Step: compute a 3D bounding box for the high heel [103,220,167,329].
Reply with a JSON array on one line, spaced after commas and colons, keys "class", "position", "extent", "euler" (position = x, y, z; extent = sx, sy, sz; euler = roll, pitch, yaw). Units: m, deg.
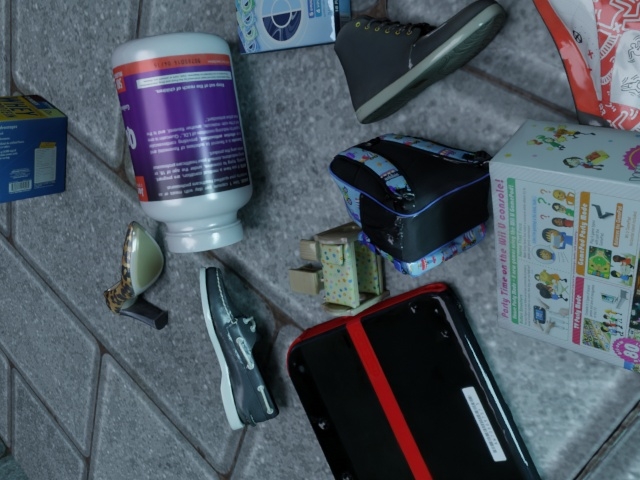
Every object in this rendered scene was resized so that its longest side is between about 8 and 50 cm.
[{"class": "high heel", "position": [-0.423, 0.061, 1.216], "extent": [0.186, 0.093, 0.261], "euler": [17, 124, 29]}]

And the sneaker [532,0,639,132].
[{"class": "sneaker", "position": [0.287, -0.215, 0.518], "extent": [0.145, 0.090, 0.269], "euler": [-18, 95, 42]}]

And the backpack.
[{"class": "backpack", "position": [0.099, -0.057, 0.693], "extent": [0.173, 0.158, 0.116], "euler": [35, 144, 44]}]

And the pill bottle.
[{"class": "pill bottle", "position": [-0.210, -0.151, 0.906], "extent": [0.182, 0.182, 0.322], "euler": [2, 105, 41]}]

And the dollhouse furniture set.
[{"class": "dollhouse furniture set", "position": [0.000, 0.000, 0.827], "extent": [0.161, 0.101, 0.181], "euler": [5, 107, 40]}]

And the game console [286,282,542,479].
[{"class": "game console", "position": [0.131, 0.283, 0.848], "extent": [0.342, 0.060, 0.386], "euler": [-27, 86, 38]}]

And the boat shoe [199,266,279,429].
[{"class": "boat shoe", "position": [-0.148, 0.185, 1.029], "extent": [0.114, 0.091, 0.302], "euler": [-125, 22, -80]}]

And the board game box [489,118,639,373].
[{"class": "board game box", "position": [0.316, 0.023, 0.514], "extent": [0.304, 0.097, 0.223], "euler": [17, 137, 36]}]

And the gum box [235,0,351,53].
[{"class": "gum box", "position": [-0.044, -0.348, 0.792], "extent": [0.185, 0.041, 0.156], "euler": [7, 109, 39]}]

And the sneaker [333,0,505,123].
[{"class": "sneaker", "position": [0.100, -0.240, 0.674], "extent": [0.222, 0.083, 0.118], "euler": [-29, 84, 44]}]

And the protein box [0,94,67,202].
[{"class": "protein box", "position": [-0.713, -0.211, 1.311], "extent": [0.136, 0.200, 0.201], "euler": [33, 123, 28]}]
